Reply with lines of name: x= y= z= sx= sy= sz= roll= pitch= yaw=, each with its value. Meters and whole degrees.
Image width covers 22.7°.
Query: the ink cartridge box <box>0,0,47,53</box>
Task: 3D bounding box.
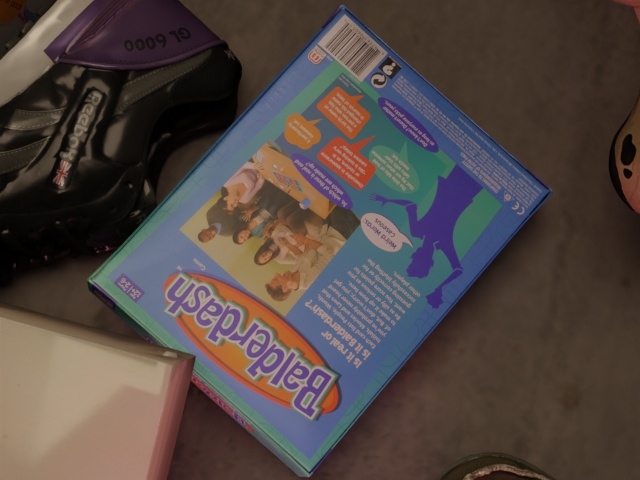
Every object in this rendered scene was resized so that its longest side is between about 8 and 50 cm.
ink cartridge box: x=-0.190 y=-0.161 z=0.940 sx=0.061 sy=0.104 sz=0.181 roll=26 pitch=75 yaw=12

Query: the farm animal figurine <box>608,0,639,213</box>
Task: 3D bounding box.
farm animal figurine: x=0.201 y=-0.199 z=0.818 sx=0.172 sy=0.327 sz=0.330 roll=9 pitch=54 yaw=-5

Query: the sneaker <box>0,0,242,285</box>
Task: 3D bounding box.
sneaker: x=-0.159 y=-0.027 z=0.897 sx=0.124 sy=0.107 sz=0.283 roll=38 pitch=78 yaw=9

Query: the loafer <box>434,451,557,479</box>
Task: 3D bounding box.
loafer: x=0.148 y=0.205 z=0.798 sx=0.094 sy=0.087 sz=0.251 roll=-39 pitch=73 yaw=-9

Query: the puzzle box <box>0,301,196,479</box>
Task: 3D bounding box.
puzzle box: x=-0.290 y=0.137 z=0.827 sx=0.409 sy=0.052 sz=0.272 roll=15 pitch=95 yaw=9

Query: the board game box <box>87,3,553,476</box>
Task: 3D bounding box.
board game box: x=0.000 y=0.000 z=0.882 sx=0.160 sy=0.047 sz=0.210 roll=42 pitch=78 yaw=0
